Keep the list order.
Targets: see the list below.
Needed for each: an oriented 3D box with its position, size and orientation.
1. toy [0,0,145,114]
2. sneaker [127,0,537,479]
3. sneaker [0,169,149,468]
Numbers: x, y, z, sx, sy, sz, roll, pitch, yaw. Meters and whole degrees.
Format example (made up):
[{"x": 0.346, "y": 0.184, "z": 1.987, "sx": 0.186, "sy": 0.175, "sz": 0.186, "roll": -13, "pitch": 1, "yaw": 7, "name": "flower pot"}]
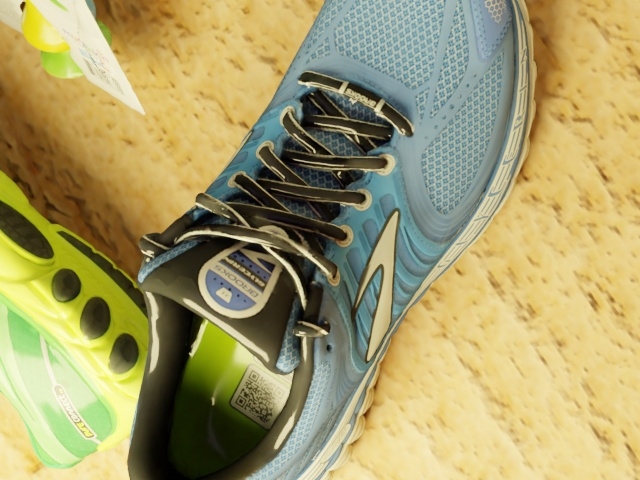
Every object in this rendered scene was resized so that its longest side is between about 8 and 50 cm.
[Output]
[{"x": -0.152, "y": -0.175, "z": 0.671, "sx": 0.137, "sy": 0.237, "sz": 0.056, "roll": 34, "pitch": 68, "yaw": 29, "name": "toy"}, {"x": 0.000, "y": 0.000, "z": 0.656, "sx": 0.130, "sy": 0.147, "sz": 0.330, "roll": 26, "pitch": 103, "yaw": 17, "name": "sneaker"}, {"x": -0.214, "y": 0.012, "z": 0.760, "sx": 0.295, "sy": 0.109, "sz": 0.123, "roll": 44, "pitch": 108, "yaw": 13, "name": "sneaker"}]
